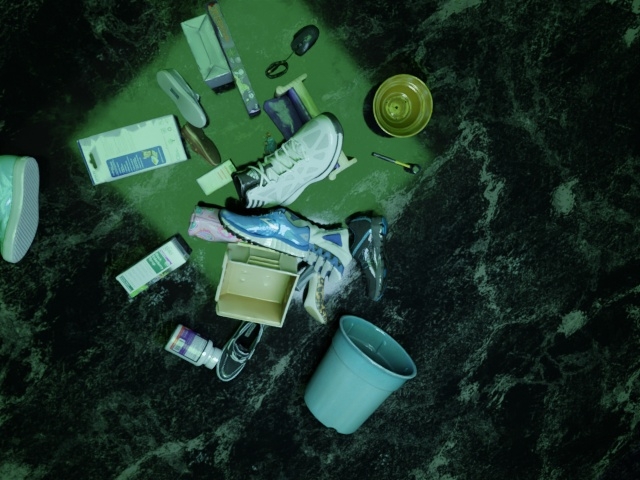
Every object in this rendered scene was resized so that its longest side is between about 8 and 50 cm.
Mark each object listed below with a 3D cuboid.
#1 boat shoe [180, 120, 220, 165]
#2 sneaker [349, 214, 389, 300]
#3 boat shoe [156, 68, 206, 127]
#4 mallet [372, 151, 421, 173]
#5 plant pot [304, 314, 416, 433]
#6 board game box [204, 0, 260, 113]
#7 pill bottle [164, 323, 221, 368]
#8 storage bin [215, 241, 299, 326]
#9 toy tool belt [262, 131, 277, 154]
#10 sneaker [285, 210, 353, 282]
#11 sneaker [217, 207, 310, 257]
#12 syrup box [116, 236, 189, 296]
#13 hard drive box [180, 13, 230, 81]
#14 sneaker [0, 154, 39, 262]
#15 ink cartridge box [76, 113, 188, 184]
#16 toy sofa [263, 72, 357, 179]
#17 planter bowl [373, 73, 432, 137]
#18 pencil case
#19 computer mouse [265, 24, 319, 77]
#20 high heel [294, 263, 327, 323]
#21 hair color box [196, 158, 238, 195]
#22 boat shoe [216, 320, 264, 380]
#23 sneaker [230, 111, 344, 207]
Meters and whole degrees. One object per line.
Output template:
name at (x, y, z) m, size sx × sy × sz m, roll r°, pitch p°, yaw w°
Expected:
boat shoe at (-0.424, -0.336, 1.713) m, size 0.060 × 0.064 × 0.178 m, roll -30°, pitch 103°, yaw 34°
sneaker at (0.186, 0.066, 1.859) m, size 0.140 × 0.125 × 0.340 m, roll 2°, pitch 105°, yaw 19°
boat shoe at (-0.458, -0.494, 1.659) m, size 0.079 × 0.081 × 0.227 m, roll -30°, pitch 103°, yaw 44°
mallet at (0.288, -0.294, 1.827) m, size 0.190 × 0.062 × 0.039 m, roll 20°, pitch 97°, yaw 4°
plant pot at (0.127, 0.519, 1.836) m, size 0.341 × 0.341 × 0.334 m, roll 30°, pitch 105°, yaw -12°
board game box at (-0.282, -0.586, 1.600) m, size 0.056 × 0.208 × 0.346 m, roll -23°, pitch 104°, yaw -6°
pill bottle at (-0.476, 0.405, 1.829) m, size 0.194 × 0.108 × 0.108 m, roll 32°, pitch 96°, yaw -13°
storage bin at (-0.234, 0.158, 1.752) m, size 0.261 × 0.123 × 0.262 m, roll 12°, pitch 126°, yaw -10°
toy tool belt at (-0.182, -0.349, 1.741) m, size 0.052 × 0.051 × 0.083 m, roll -6°, pitch 102°, yaw -6°
sneaker at (0.001, 0.001, 1.805) m, size 0.315 × 0.127 × 0.182 m, roll 42°, pitch 53°, yaw 10°
sneaker at (-0.187, -0.051, 1.660) m, size 0.330 × 0.130 × 0.147 m, roll 19°, pitch 82°, yaw -14°
syrup box at (-0.603, 0.093, 1.755) m, size 0.237 × 0.096 × 0.093 m, roll -34°, pitch 103°, yaw 1°
hard drive box at (-0.360, -0.604, 1.573) m, size 0.089 × 0.232 × 0.181 m, roll -21°, pitch 103°, yaw -2°
sneaker at (-1.061, -0.111, 1.647) m, size 0.150 × 0.135 × 0.365 m, roll 9°, pitch 92°, yaw -1°
ink cartridge box at (-0.645, -0.315, 1.683) m, size 0.333 × 0.065 × 0.165 m, roll -16°, pitch 103°, yaw -5°
toy sofa at (-0.042, -0.381, 1.703) m, size 0.177 × 0.150 × 0.362 m, roll -33°, pitch 104°, yaw -1°
planter bowl at (0.286, -0.483, 1.754) m, size 0.218 × 0.090 × 0.217 m, roll -2°, pitch 102°, yaw -8°
pencil case at (-0.328, -0.044, 1.748) m, size 0.284 × 0.124 × 0.124 m, roll 14°, pitch 99°, yaw -10°
computer mouse at (-0.098, -0.659, 1.694) m, size 0.071 × 0.041 × 0.242 m, roll 44°, pitch 94°, yaw -14°
high heel at (0.009, 0.190, 1.874) m, size 0.186 × 0.093 × 0.261 m, roll -48°, pitch 128°, yaw -26°
hair color box at (-0.367, -0.228, 1.746) m, size 0.141 × 0.043 × 0.071 m, roll -31°, pitch 104°, yaw 1°
boat shoe at (-0.306, 0.419, 1.856) m, size 0.108 × 0.102 × 0.301 m, roll 33°, pitch 96°, yaw -12°
sneaker at (-0.123, -0.228, 1.563) m, size 0.169 × 0.258 × 0.447 m, roll 57°, pitch 134°, yaw 11°
